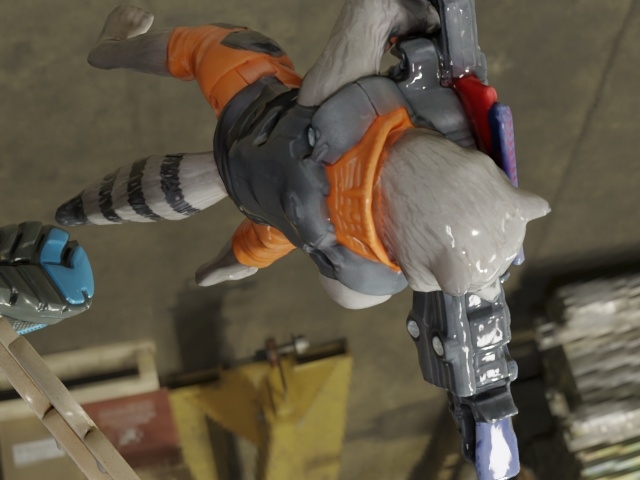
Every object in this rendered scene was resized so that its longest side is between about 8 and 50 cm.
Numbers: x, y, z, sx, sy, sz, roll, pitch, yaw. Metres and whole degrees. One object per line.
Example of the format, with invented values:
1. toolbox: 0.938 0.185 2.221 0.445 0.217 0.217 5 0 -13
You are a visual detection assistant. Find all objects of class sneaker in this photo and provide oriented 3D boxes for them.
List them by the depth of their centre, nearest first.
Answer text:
1. sneaker: -0.362 0.040 1.239 0.140 0.125 0.341 -31 150 28

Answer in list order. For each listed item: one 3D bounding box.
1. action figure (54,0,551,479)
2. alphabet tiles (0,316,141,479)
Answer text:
1. action figure: 0.000 0.000 0.801 0.178 0.341 0.330 -22 -164 -31
2. alphabet tiles: -0.064 0.159 0.663 0.021 0.284 0.278 -39 154 -13
